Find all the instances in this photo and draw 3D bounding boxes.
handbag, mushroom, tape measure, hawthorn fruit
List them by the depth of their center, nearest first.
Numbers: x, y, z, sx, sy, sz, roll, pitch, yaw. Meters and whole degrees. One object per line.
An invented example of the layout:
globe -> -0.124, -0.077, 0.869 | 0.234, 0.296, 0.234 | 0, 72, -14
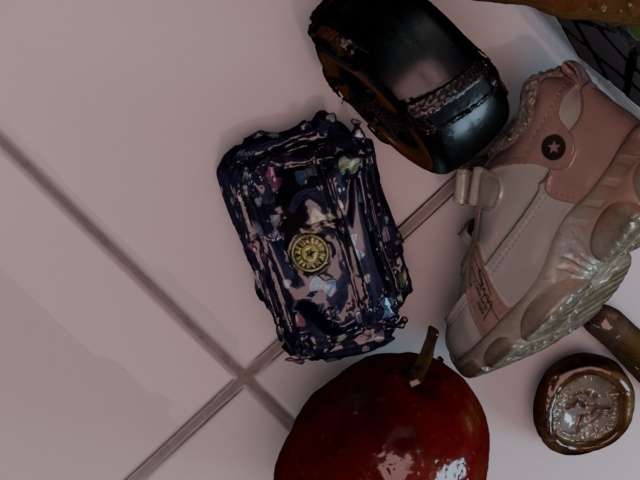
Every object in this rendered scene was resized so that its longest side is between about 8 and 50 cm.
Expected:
tape measure -> 0.085, -0.162, 1.675 | 0.135, 0.223, 0.202 | -43, 109, -3
hawthorn fruit -> 0.082, 0.206, 1.762 | 0.230, 0.210, 0.266 | -8, 132, -50
handbag -> 0.000, 0.000, 1.765 | 0.162, 0.113, 0.260 | -18, 100, -9
mushroom -> 0.289, 0.181, 1.881 | 0.123, 0.052, 0.123 | -3, 113, -7

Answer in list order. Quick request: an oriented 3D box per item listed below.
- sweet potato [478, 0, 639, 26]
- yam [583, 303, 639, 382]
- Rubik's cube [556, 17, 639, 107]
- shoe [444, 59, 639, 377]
sweet potato -> 0.245, -0.234, 1.483 | 0.354, 0.106, 0.095 | 7, 62, 22
yam -> 0.388, 0.159, 1.890 | 0.264, 0.046, 0.046 | 42, 97, -17
Rubik's cube -> 0.366, -0.272, 1.634 | 0.319, 0.319, 0.264 | -2, 138, -6
shoe -> 0.229, -0.020, 1.771 | 0.198, 0.172, 0.351 | 49, 118, 19
